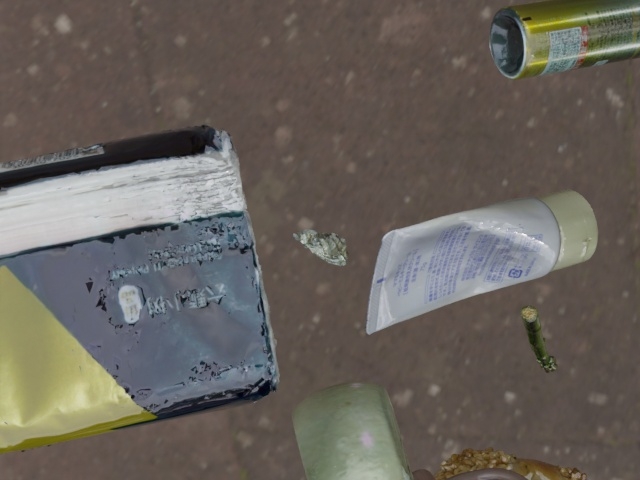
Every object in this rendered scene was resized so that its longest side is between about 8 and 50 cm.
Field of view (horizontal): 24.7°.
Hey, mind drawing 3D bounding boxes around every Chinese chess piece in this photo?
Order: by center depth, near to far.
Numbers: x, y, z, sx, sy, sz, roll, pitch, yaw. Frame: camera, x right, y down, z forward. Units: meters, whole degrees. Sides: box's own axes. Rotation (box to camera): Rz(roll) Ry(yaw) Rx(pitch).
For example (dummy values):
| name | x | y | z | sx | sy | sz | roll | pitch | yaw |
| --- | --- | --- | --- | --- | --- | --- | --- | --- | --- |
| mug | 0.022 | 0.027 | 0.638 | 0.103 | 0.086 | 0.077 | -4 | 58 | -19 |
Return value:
| name | x | y | z | sx | sy | sz | roll | pitch | yaw |
| --- | --- | --- | --- | --- | --- | --- | --- | --- | --- |
| Chinese chess piece | 0.049 | 0.265 | 1.467 | 0.101 | 0.250 | 0.250 | -16 | 117 | 1 |

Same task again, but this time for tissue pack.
| name | x | y | z | sx | sy | sz | roll | pitch | yaw |
| --- | --- | --- | --- | --- | --- | --- | --- | --- | --- |
| tissue pack | -0.263 | 0.054 | 1.315 | 0.416 | 0.264 | 0.253 | -10 | 90 | -6 |

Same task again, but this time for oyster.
| name | x | y | z | sx | sy | sz | roll | pitch | yaw |
| --- | --- | --- | --- | --- | --- | --- | --- | --- | --- |
| oyster | -0.001 | 0.000 | 1.986 | 0.098 | 0.100 | 0.037 | 23 | 96 | -25 |

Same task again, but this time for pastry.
| name | x | y | z | sx | sy | sz | roll | pitch | yaw |
| --- | --- | --- | --- | --- | --- | --- | --- | --- | --- |
| pastry | 0.292 | 0.412 | 2.110 | 0.310 | 0.255 | 0.162 | 17 | 123 | -10 |

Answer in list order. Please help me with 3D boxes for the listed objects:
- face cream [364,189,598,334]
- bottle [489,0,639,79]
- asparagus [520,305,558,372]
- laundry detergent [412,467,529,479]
| name | x | y | z | sx | sy | sz | roll | pitch | yaw |
| --- | --- | --- | --- | --- | --- | --- | --- | --- | --- |
| face cream | 0.138 | 0.010 | 1.291 | 0.070 | 0.224 | 0.114 | 50 | 144 | 40 |
| bottle | 0.332 | -0.241 | 1.644 | 0.286 | 0.082 | 0.082 | -12 | 126 | -22 |
| asparagus | 0.178 | 0.083 | 1.191 | 0.018 | 0.015 | 0.127 | 7 | 158 | 20 |
| laundry detergent | 0.191 | 0.340 | 1.752 | 0.171 | 0.237 | 0.076 | -46 | 128 | 12 |
